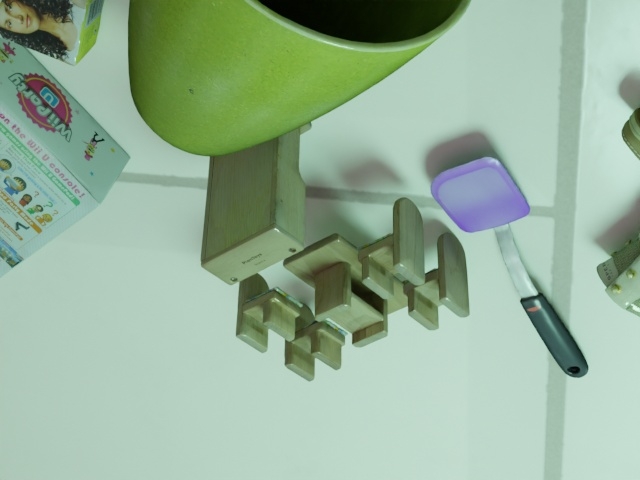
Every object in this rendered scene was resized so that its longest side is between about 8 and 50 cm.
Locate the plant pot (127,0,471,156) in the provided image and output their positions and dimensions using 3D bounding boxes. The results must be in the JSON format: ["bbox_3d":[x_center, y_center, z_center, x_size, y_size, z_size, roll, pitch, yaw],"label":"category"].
[{"bbox_3d":[-0.055,-0.201,1.133,0.275,0.274,0.293,34,143,-7],"label":"plant pot"}]

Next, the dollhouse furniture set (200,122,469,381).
[{"bbox_3d":[0.000,0.000,1.340,0.212,0.161,0.242,-26,135,31],"label":"dollhouse furniture set"}]

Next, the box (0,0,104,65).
[{"bbox_3d":[-0.332,-0.258,1.284,0.232,0.058,0.087,21,127,4],"label":"box"}]

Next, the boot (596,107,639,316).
[{"bbox_3d":[0.322,-0.014,1.238,0.213,0.077,0.165,40,128,-15],"label":"boot"}]

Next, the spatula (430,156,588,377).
[{"bbox_3d":[0.206,0.035,1.336,0.084,0.030,0.296,-18,117,28],"label":"spatula"}]

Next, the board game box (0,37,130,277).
[{"bbox_3d":[-0.392,-0.073,1.410,0.303,0.097,0.224,-30,112,34],"label":"board game box"}]
